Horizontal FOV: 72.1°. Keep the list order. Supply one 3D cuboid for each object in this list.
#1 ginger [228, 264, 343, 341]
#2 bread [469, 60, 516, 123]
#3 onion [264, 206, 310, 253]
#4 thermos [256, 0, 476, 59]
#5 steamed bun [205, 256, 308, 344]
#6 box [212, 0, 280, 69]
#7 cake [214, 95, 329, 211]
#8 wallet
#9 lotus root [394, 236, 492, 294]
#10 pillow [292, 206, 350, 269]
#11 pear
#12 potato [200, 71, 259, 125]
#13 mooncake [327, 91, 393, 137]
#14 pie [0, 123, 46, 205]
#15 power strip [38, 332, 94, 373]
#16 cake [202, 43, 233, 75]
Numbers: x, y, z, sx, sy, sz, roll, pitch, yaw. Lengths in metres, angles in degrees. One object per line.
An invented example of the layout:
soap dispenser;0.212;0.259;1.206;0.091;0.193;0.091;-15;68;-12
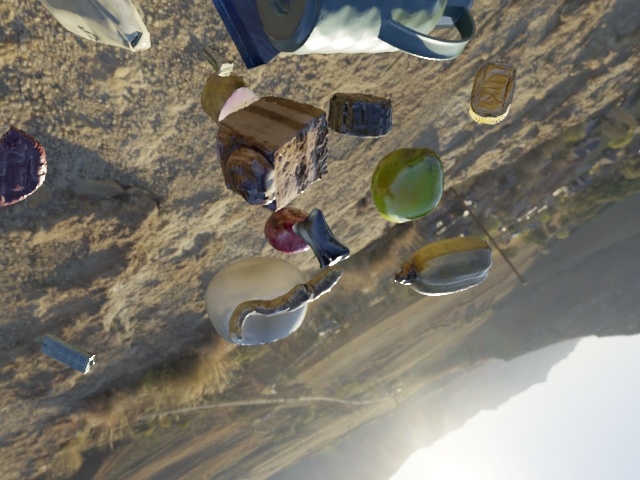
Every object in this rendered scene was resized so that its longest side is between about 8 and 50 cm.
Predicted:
ginger;-0.077;0.132;0.968;0.288;0.075;0.089;-25;171;-10
bread;0.556;-0.474;1.426;0.114;0.132;0.190;9;96;-72
onion;-0.093;-0.030;1.413;0.177;0.177;0.153;-2;97;-45
thermos;0.080;-0.297;0.539;0.287;0.182;0.145;-14;157;-30
steamed bun;-0.193;0.162;1.342;0.325;0.324;0.206;-17;111;-26
box;-0.244;-0.862;1.716;0.261;0.116;0.278;-51;129;-33
cake;-0.131;-0.201;1.060;0.293;0.199;0.196;-46;151;-38
wallet;-0.483;-0.502;0.876;0.068;0.336;0.274;-61;156;-20
lotus root;0.368;0.078;1.332;0.343;0.151;0.169;-9;133;-18
pillow;0.001;-0.001;1.007;0.055;0.135;0.091;-34;176;-30
pear;0.226;-0.152;1.136;0.188;0.187;0.219;-21;151;-20
potato;-0.390;-0.587;1.804;0.229;0.266;0.229;-35;149;-24
mooncake;0.137;-0.432;1.486;0.228;0.228;0.124;-15;122;-30
pie;-0.689;-0.160;0.895;0.219;0.054;0.204;21;119;-41
power strip;-0.585;0.256;1.007;0.050;0.136;0.019;-61;-178;17
cake;-0.351;-0.616;1.502;0.055;0.140;0.051;-10;143;-42
